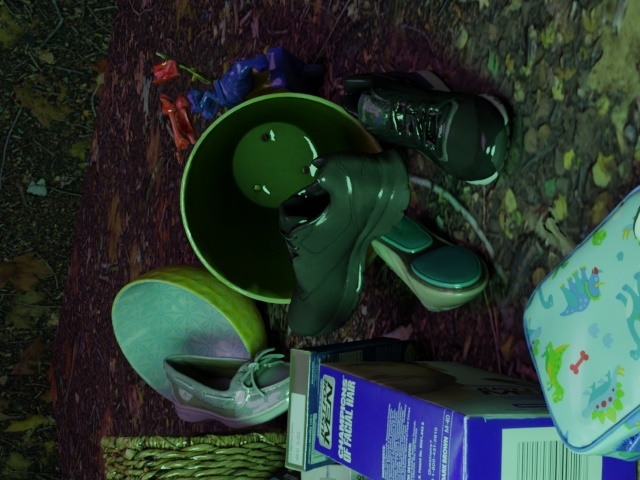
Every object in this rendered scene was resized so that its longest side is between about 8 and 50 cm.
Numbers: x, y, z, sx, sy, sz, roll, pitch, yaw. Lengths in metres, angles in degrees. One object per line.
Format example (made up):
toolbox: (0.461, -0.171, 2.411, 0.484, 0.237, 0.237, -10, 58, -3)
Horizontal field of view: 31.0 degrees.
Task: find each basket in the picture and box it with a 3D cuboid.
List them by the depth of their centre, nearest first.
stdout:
basket: (-0.165, 0.335, 1.745, 0.213, 0.299, 0.223, 115, 148, -44)

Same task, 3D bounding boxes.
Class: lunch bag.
lunch bag: (0.270, 0.072, 0.950, 0.219, 0.090, 0.176, -53, 37, 39)

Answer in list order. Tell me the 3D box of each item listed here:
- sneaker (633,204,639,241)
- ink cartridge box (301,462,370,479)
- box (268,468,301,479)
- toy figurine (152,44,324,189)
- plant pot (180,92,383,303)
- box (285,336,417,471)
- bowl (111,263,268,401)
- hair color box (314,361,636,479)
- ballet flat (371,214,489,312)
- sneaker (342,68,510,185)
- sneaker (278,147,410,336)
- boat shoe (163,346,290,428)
sneaker: (0.355, -0.053, 0.747, 0.295, 0.124, 0.178, -56, 50, 27)
ink cartridge box: (0.064, 0.307, 1.432, 0.198, 0.115, 0.067, 159, 111, -65)
box: (-0.052, 0.360, 1.549, 0.060, 0.244, 0.100, 62, 160, -9)
toy figurine: (-0.081, -0.211, 1.814, 0.362, 0.217, 0.191, 21, -127, -68)
plant pot: (-0.053, -0.081, 1.612, 0.293, 0.275, 0.274, -111, 27, -77)
box: (0.041, 0.189, 1.375, 0.036, 0.225, 0.136, 4, 93, 38)
bowl: (-0.198, 0.143, 1.990, 0.156, 0.289, 0.289, -50, -11, -45)
hair color box: (0.141, 0.193, 1.162, 0.339, 0.185, 0.110, -179, 91, -67)
ballet flat: (0.131, 0.037, 1.358, 0.248, 0.086, 0.086, -132, 48, -62)
sneaker: (0.111, -0.133, 1.338, 0.283, 0.124, 0.107, -140, 55, -62)
sneaker: (0.000, 0.000, 1.389, 0.109, 0.130, 0.286, -113, 37, -47)
boat shoe: (-0.135, 0.224, 1.821, 0.320, 0.118, 0.103, -8, 112, 49)
